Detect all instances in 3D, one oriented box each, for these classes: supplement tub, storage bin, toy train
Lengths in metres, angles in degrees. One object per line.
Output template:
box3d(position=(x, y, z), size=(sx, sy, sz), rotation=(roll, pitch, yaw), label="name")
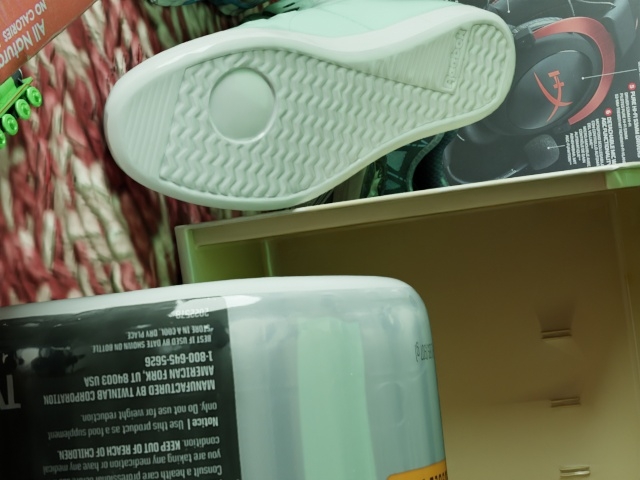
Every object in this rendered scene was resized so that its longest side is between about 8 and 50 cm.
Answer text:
box3d(position=(-0.038, 0.177, 0.553), size=(0.193, 0.193, 0.316), rotation=(4, 80, -68), label="supplement tub")
box3d(position=(0.079, 0.103, 0.790), size=(0.123, 0.260, 0.262), rotation=(-8, 90, -72), label="storage bin")
box3d(position=(-0.142, -0.049, 0.606), size=(0.024, 0.017, 0.083), rotation=(60, 29, -24), label="toy train")

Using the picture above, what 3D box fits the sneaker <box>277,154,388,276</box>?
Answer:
box3d(position=(0.000, 0.000, 0.904), size=(0.052, 0.058, 0.135), rotation=(1, 106, -67), label="sneaker")

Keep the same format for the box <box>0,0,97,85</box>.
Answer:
box3d(position=(-0.161, -0.108, 0.406), size=(0.300, 0.142, 0.154), rotation=(-62, 139, -56), label="box")

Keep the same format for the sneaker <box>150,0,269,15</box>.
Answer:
box3d(position=(-0.036, -0.169, 0.826), size=(0.190, 0.082, 0.071), rotation=(-36, 115, -67), label="sneaker")

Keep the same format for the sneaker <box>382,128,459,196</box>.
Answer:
box3d(position=(0.065, 0.029, 0.953), size=(0.104, 0.125, 0.262), rotation=(-45, 124, -63), label="sneaker")

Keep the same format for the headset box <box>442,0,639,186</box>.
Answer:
box3d(position=(0.178, -0.135, 1.066), size=(0.110, 0.293, 0.218), rotation=(17, 66, -66), label="headset box")

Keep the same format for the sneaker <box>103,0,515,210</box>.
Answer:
box3d(position=(-0.032, -0.085, 0.811), size=(0.255, 0.151, 0.094), rotation=(-16, 111, -34), label="sneaker")
